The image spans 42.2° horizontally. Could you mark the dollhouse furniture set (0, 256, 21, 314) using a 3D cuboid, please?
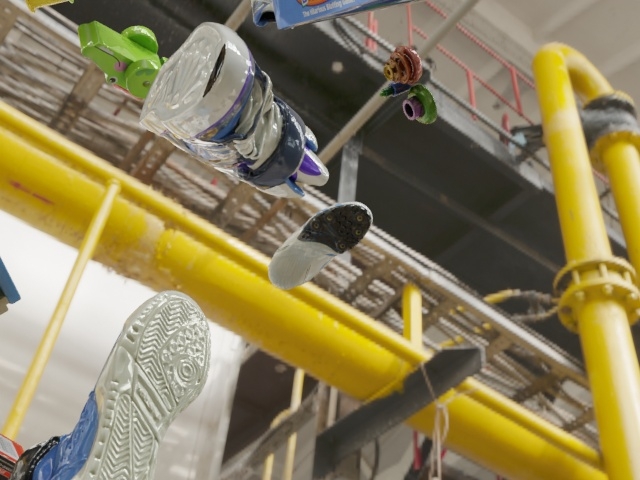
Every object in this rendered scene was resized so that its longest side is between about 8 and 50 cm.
[{"bbox_3d":[-0.454,-0.009,0.674,0.198,0.286,0.303,29,-36,45],"label":"dollhouse furniture set"}]

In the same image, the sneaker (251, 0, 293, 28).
[{"bbox_3d":[-0.035,-0.326,1.177,0.135,0.058,0.052,-2,-24,20],"label":"sneaker"}]

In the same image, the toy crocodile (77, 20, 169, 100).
[{"bbox_3d":[-0.267,-0.267,1.412,0.105,0.115,0.340,-40,-35,25],"label":"toy crocodile"}]

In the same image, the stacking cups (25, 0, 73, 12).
[{"bbox_3d":[-0.316,-0.440,1.320,0.316,0.096,0.096,-15,-46,-10],"label":"stacking cups"}]

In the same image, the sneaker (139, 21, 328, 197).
[{"bbox_3d":[-0.069,-0.136,0.974,0.236,0.130,0.323,24,-7,-23],"label":"sneaker"}]

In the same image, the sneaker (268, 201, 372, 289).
[{"bbox_3d":[0.000,0.000,1.380,0.085,0.086,0.237,47,-52,-7],"label":"sneaker"}]

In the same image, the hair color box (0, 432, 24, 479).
[{"bbox_3d":[-0.338,0.231,0.742,0.141,0.043,0.072,-41,-43,-6],"label":"hair color box"}]

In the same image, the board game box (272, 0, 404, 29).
[{"bbox_3d":[0.085,-0.233,0.718,0.160,0.210,0.047,5,-69,55],"label":"board game box"}]

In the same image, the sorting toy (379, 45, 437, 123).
[{"bbox_3d":[0.100,-0.182,1.000,0.042,0.061,0.102,-26,-72,-19],"label":"sorting toy"}]

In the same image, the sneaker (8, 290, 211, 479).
[{"bbox_3d":[-0.112,0.098,0.429,0.085,0.152,0.058,-22,-47,39],"label":"sneaker"}]
